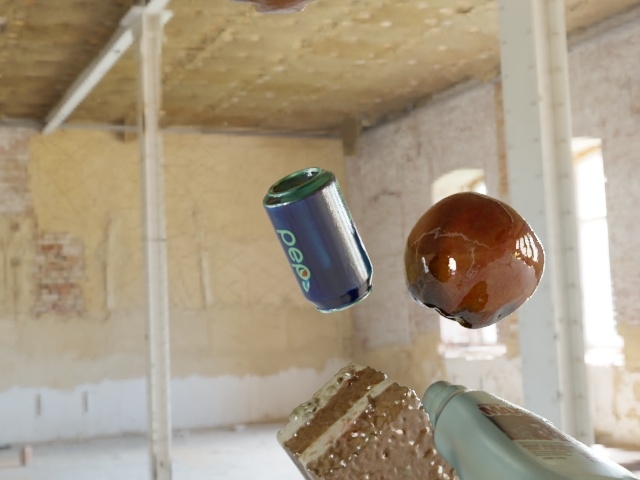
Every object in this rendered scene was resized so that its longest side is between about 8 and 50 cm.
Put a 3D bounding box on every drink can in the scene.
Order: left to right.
[{"bbox_3d":[0.000,0.000,1.407,0.118,0.205,0.118,-20,18,7],"label":"drink can"}]

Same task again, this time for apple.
[{"bbox_3d":[0.247,0.038,1.567,0.229,0.230,0.230,-2,-5,0],"label":"apple"}]

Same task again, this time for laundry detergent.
[{"bbox_3d":[0.287,0.313,1.376,0.263,0.125,0.398,11,10,-27],"label":"laundry detergent"}]

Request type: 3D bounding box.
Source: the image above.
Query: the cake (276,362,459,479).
[{"bbox_3d":[0.085,0.420,1.841,0.255,0.282,0.290,-38,24,-18],"label":"cake"}]

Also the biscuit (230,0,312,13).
[{"bbox_3d":[-0.020,-0.335,1.014,0.283,0.043,0.306,-7,-19,-15],"label":"biscuit"}]
